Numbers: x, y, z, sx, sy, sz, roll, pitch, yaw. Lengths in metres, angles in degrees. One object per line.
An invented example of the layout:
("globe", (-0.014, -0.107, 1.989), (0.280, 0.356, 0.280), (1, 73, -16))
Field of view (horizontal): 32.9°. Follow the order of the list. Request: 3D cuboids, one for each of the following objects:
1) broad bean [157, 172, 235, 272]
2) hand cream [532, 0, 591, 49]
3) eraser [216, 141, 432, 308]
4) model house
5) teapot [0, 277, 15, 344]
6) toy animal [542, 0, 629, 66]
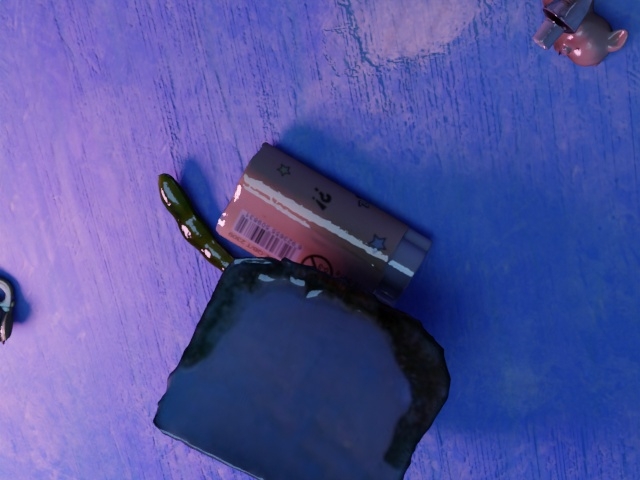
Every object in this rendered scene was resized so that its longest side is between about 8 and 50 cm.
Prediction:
("broad bean", (-0.181, -0.012, 1.690), (0.227, 0.039, 0.069), (47, 143, -7))
("hand cream", (0.362, -0.325, 1.320), (0.257, 0.084, 0.050), (-38, 108, 8))
("eraser", (0.000, 0.000, 1.620), (0.290, 0.087, 0.171), (31, 121, 3))
("model house", (-0.005, 0.231, 1.613), (0.360, 0.339, 0.297), (22, 78, 9))
("teapot", (-0.567, 0.127, 1.845), (0.090, 0.092, 0.124), (5, 122, -4))
("toy animal", (0.333, -0.287, 1.393), (0.089, 0.083, 0.150), (-24, 104, 13))
